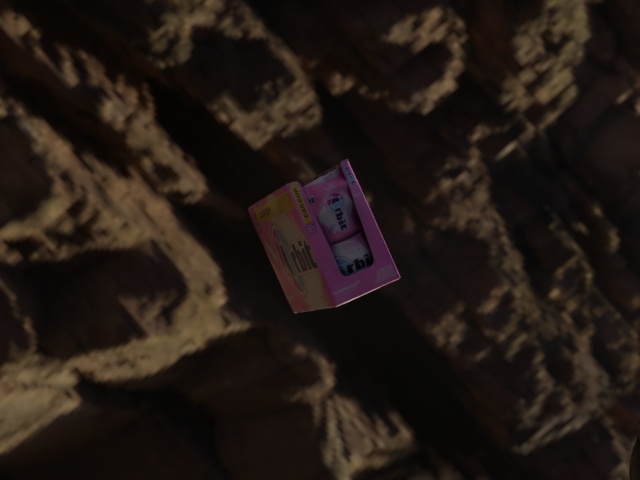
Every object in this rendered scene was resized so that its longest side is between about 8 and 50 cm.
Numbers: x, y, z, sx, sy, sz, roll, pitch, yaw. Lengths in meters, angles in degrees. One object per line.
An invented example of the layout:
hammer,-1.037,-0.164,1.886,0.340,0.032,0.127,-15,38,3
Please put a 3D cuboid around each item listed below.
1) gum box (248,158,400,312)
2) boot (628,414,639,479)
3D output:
gum box,0.000,0.000,1.212,0.107,0.062,0.188,66,-13,-1
boot,0.363,0.168,1.068,0.338,0.118,0.223,36,-44,43
